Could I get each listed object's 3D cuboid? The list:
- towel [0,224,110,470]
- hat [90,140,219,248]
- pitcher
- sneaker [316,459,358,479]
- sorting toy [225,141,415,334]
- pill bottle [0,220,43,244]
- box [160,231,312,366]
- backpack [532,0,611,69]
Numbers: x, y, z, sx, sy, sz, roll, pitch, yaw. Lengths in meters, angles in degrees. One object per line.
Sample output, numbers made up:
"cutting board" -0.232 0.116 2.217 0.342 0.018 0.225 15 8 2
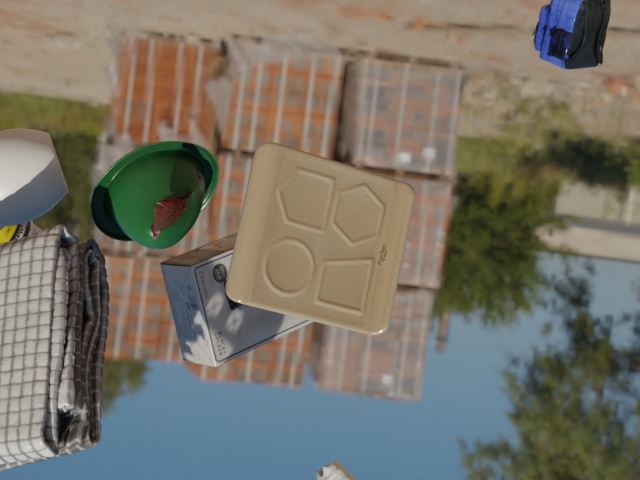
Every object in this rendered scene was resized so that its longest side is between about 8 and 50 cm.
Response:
"towel" -0.375 0.146 1.590 0.235 0.284 0.121 -14 153 23
"hat" -0.184 -0.007 1.653 0.208 0.173 0.183 0 -138 -39
"pitcher" -0.445 -0.055 1.766 0.207 0.178 0.125 -19 -131 -8
"sneaker" 0.021 0.315 1.669 0.053 0.061 0.152 -28 165 -19
"sorting toy" 0.000 0.000 1.564 0.208 0.193 0.038 15 172 -21
"pill bottle" -0.510 -0.022 1.974 0.119 0.119 0.208 9 156 39
"box" -0.098 0.070 2.072 0.290 0.169 0.087 -24 -163 -37
"backpack" 0.389 -0.337 2.037 0.101 0.120 0.098 30 -149 36
